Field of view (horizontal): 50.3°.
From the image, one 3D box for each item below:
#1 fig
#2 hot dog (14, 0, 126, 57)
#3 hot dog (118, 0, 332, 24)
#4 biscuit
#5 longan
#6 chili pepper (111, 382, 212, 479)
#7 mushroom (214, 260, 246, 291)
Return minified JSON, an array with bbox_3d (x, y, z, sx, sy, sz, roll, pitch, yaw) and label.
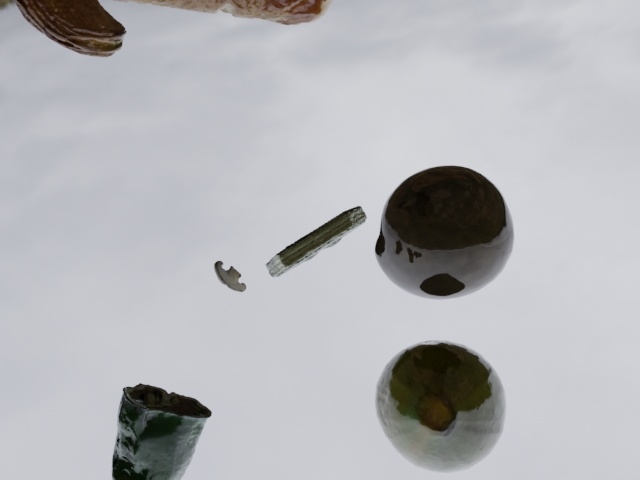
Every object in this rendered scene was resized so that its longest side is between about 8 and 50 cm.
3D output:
[{"bbox_3d":[0.214,0.295,1.205,0.239,0.240,0.271,-1,178,7],"label":"fig"},{"bbox_3d":[-0.495,-0.463,1.301,0.122,0.272,0.196,-32,-157,11],"label":"hot dog"},{"bbox_3d":[-0.137,-0.437,0.924,0.405,0.223,0.185,-5,-118,-35],"label":"hot dog"},{"bbox_3d":[0.000,0.000,1.516,0.252,0.052,0.150,-32,178,-21],"label":"biscuit"},{"bbox_3d":[0.220,-0.011,1.241,0.257,0.258,0.258,-4,-150,2],"label":"longan"},{"bbox_3d":[-0.280,0.365,1.081,0.136,0.271,0.099,12,-164,-30],"label":"chili pepper"},{"bbox_3d":[-0.210,0.085,1.575,0.019,0.101,0.049,-10,-141,49],"label":"mushroom"}]
